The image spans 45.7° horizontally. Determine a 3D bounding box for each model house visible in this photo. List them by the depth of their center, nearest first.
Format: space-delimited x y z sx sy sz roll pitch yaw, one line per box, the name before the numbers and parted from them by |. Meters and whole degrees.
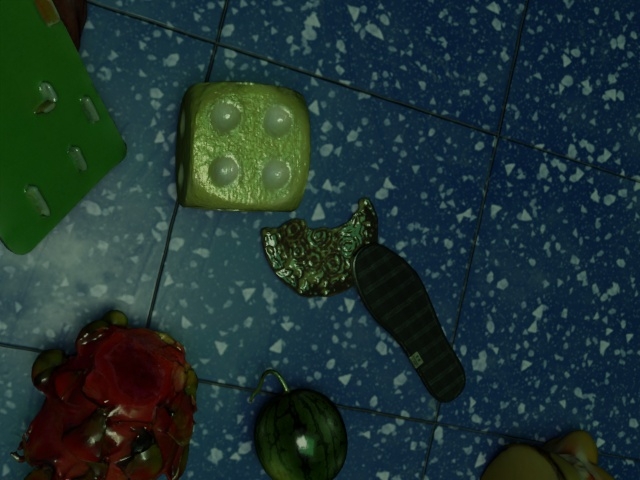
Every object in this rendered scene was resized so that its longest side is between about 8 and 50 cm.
model house | -0.463 -0.175 0.936 0.242 0.312 0.358 -56 139 -37

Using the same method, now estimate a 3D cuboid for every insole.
insole | 0.147 0.135 1.238 0.110 0.012 0.309 -34 104 -20

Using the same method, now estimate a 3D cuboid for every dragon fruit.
dragon fruit | -0.291 0.258 0.998 0.227 0.243 0.307 26 58 21

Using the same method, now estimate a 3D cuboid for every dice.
dice | -0.113 -0.126 1.072 0.166 0.169 0.170 3 91 -19

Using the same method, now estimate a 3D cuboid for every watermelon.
watermelon | -0.034 0.275 1.121 0.140 0.140 0.187 -18 93 -17

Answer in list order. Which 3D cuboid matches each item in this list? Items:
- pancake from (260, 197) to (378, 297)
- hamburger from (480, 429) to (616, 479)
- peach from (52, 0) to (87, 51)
pancake | 0.000 0.000 1.191 0.190 0.020 0.184 22 85 -19
hamburger | 0.376 0.454 1.219 0.186 0.261 0.303 15 45 -24
peach | -0.378 -0.307 0.995 0.152 0.152 0.152 0 91 -18
